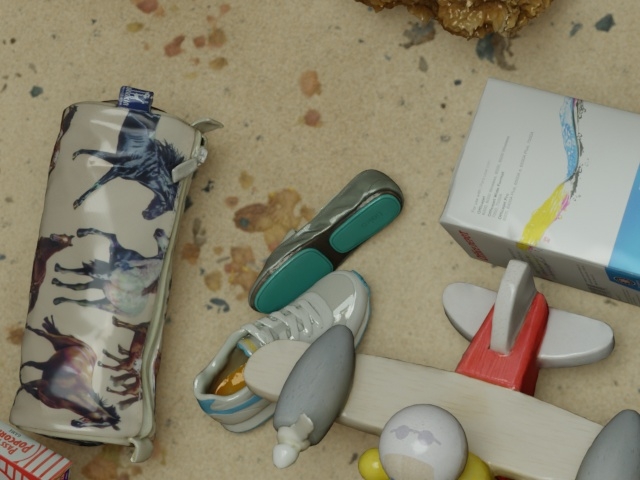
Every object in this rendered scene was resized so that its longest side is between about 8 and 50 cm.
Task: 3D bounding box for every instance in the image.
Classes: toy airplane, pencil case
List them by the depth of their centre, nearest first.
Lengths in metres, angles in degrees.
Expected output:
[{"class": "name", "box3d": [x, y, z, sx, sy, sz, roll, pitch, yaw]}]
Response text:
[{"class": "toy airplane", "box3d": [0.144, 0.197, 1.731, 0.386, 0.272, 0.384, -30, 68, 13]}, {"class": "pencil case", "box3d": [-0.233, 0.040, 1.946, 0.184, 0.160, 0.410, 1, 77, 29]}]

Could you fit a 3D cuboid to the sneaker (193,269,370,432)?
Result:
[{"class": "sneaker", "box3d": [-0.039, 0.116, 1.903, 0.229, 0.092, 0.087, -44, 57, 0]}]

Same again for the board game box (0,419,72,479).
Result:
[{"class": "board game box", "box3d": [-0.351, 0.290, 1.916, 0.147, 0.045, 0.193, 27, 129, 20]}]

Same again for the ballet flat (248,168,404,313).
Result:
[{"class": "ballet flat", "box3d": [0.000, 0.000, 1.949, 0.213, 0.072, 0.068, -39, 43, 3]}]

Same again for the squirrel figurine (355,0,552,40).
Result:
[{"class": "squirrel figurine", "box3d": [0.194, -0.414, 1.917, 0.371, 0.281, 0.396, 7, 93, 7]}]

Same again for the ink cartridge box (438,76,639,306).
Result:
[{"class": "ink cartridge box", "box3d": [0.269, -0.047, 1.819, 0.233, 0.171, 0.168, 16, 81, 18]}]
